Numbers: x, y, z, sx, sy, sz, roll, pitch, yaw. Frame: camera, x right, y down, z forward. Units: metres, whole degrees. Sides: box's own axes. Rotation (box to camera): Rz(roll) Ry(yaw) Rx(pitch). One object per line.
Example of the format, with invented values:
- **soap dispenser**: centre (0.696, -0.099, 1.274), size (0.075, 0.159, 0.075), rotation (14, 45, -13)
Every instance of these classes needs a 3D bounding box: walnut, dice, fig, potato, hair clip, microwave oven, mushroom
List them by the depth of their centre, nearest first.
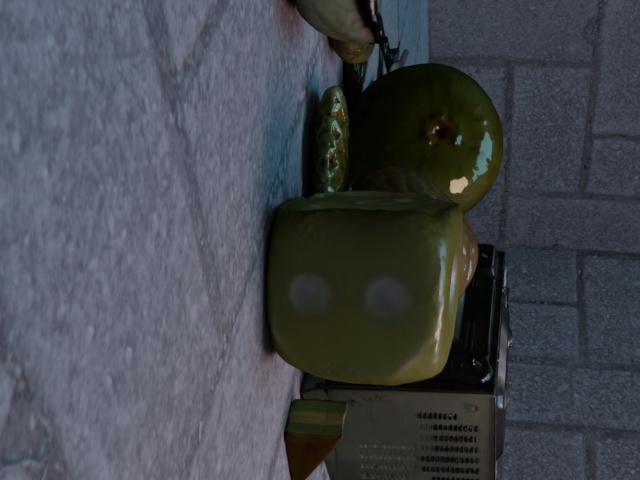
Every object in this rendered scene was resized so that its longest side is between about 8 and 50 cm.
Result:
- **mushroom**: centre (0.011, -0.402, 1.245), size (0.344, 0.130, 0.247), rotation (83, -2, -50)
- **dice**: centre (0.064, 0.053, 1.315), size (0.238, 0.233, 0.226), rotation (-35, 129, -73)
- **walnut**: centre (0.130, 0.005, 1.541), size (0.225, 0.225, 0.260), rotation (79, -8, -55)
- **potato**: centre (0.053, -0.342, 1.619), size (0.138, 0.070, 0.091), rotation (37, 55, -80)
- **microwave oven**: centre (0.160, 0.197, 1.679), size (0.394, 0.333, 0.247), rotation (-72, 158, -55)
- **fig**: centre (0.175, -0.167, 1.810), size (0.316, 0.316, 0.316), rotation (3, 90, -80)
- **hair clip**: centre (0.166, -0.381, 2.317), size (0.146, 0.056, 0.187), rotation (-55, 150, -60)

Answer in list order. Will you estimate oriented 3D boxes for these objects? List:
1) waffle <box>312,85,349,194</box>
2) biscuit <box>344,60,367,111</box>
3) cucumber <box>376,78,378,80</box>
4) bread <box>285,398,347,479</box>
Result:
- **waffle**: centre (0.017, -0.132, 1.525), size (0.214, 0.054, 0.207), rotation (-1, 93, -84)
- **biscuit**: centre (0.071, -0.359, 1.834), size (0.176, 0.031, 0.228), rotation (-49, 141, -72)
- **cucumber**: centre (0.120, -0.301, 2.097), size (0.256, 0.044, 0.043), rotation (-69, 171, -65)
- **bread**: centre (-0.002, 0.308, 1.465), size (0.074, 0.084, 0.139), rotation (-77, 167, -49)
